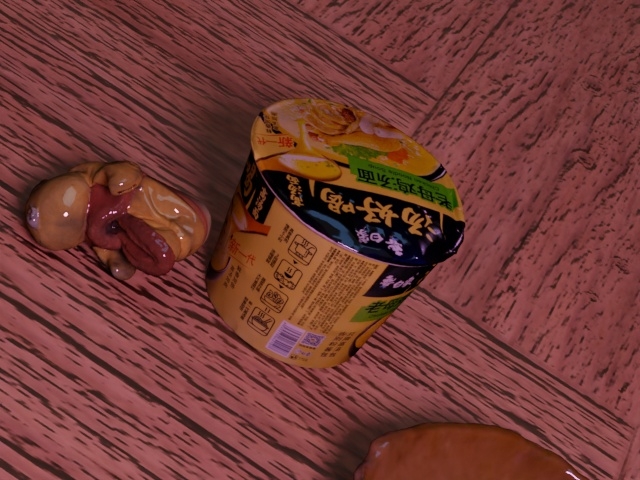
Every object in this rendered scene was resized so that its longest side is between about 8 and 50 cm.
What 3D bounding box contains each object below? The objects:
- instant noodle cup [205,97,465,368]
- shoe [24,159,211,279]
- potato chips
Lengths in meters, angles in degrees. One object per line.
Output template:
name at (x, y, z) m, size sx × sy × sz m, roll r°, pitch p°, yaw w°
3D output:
instant noodle cup at (0.000, 0.000, 1.055) m, size 0.151 × 0.122 × 0.151 m, roll 23°, pitch 34°, yaw -16°
shoe at (-0.124, -0.016, 1.021) m, size 0.109 × 0.072 × 0.069 m, roll 31°, pitch 29°, yaw -1°
potato chips at (0.098, 0.177, 0.970) m, size 0.202 × 0.049 × 0.150 m, roll 3°, pitch 47°, yaw -38°
